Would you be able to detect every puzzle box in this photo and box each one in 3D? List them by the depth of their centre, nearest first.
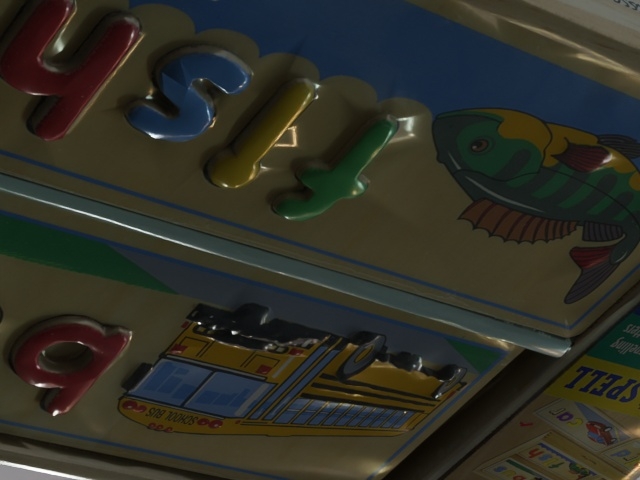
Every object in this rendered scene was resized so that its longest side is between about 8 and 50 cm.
[{"bbox_3d":[0.000,0.000,0.613,0.409,0.052,0.272,16,-47,-33],"label":"puzzle box"}]
